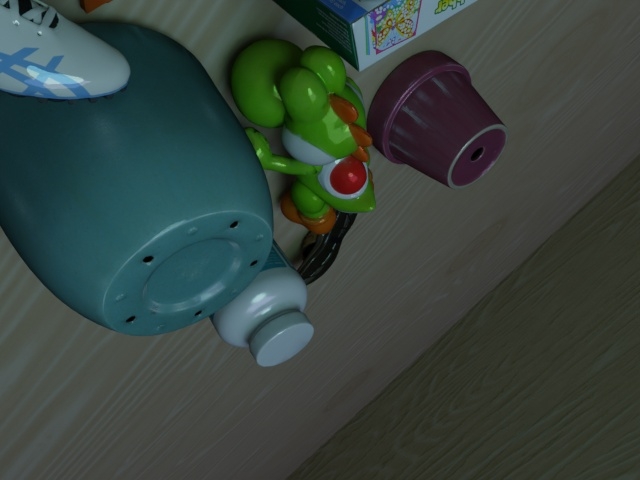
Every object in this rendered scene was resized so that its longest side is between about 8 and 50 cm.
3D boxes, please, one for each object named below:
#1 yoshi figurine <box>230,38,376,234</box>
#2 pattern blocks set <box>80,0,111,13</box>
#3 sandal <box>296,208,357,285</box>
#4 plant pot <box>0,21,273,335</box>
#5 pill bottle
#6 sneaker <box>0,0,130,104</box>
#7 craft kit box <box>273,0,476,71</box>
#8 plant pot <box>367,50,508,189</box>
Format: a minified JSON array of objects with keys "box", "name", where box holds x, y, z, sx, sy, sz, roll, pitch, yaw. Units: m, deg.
[{"box":[-0.023,-0.156,0.674,0.203,0.203,0.362,-1,160,6],"name":"yoshi figurine"},{"box":[-0.292,-0.267,0.354,0.325,0.026,0.285,-46,147,12],"name":"pattern blocks set"},{"box":[0.000,0.000,0.954,0.090,0.060,0.219,10,110,-57],"name":"sandal"},{"box":[-0.190,-0.041,0.512,0.293,0.235,0.293,-30,152,-18],"name":"plant pot"},{"box":[-0.117,0.059,0.709,0.146,0.264,0.146,-25,145,-19],"name":"pill bottle"},{"box":[-0.260,-0.176,0.343,0.237,0.085,0.086,19,136,-30],"name":"sneaker"},{"box":[0.064,-0.302,0.458,0.247,0.250,0.061,-34,148,-5],"name":"craft kit box"},{"box":[0.210,-0.191,0.803,0.201,0.180,0.201,-25,146,-19],"name":"plant pot"}]
